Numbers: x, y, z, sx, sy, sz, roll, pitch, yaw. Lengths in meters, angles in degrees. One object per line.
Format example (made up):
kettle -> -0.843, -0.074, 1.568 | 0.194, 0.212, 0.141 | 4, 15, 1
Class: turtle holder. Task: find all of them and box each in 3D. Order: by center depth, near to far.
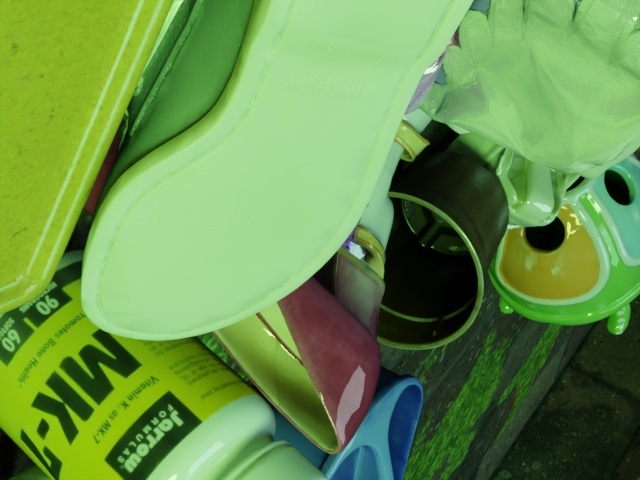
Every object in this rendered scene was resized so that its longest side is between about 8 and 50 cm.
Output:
turtle holder -> 0.348, -0.052, 1.428 | 0.320, 0.243, 0.227 | -44, 137, -17

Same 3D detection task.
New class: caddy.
caddy -> 0.002, 0.263, 1.114 | 0.241, 0.179, 0.341 | -43, 152, -40

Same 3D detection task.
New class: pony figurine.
pony figurine -> 0.057, -0.134, 0.690 | 0.351, 0.303, 0.363 | 91, 18, -65

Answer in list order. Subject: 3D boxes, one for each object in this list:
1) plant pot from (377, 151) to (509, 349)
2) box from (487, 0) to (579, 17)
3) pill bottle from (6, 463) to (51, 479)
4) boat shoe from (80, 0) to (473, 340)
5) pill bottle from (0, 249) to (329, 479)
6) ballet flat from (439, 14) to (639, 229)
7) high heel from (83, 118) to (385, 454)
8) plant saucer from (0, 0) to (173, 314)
plant pot -> 0.107, -0.003, 1.066 | 0.165, 0.167, 0.167 | -44, 154, -53
box -> 0.225, -0.325, 0.914 | 0.169, 0.087, 0.289 | -7, 126, -30
pill bottle -> -0.223, 0.247, 0.614 | 0.283, 0.160, 0.160 | -31, 144, -52
boat shoe -> -0.027, -0.073, 0.493 | 0.116, 0.099, 0.319 | 11, 133, -28
pill bottle -> -0.103, 0.110, 0.630 | 0.119, 0.208, 0.119 | -43, 158, -22
ballet flat -> 0.241, -0.098, 1.116 | 0.139, 0.139, 0.400 | -36, 172, -48
high heel -> -0.068, 0.023, 0.600 | 0.082, 0.244, 0.117 | -32, -147, 41
plant saucer -> -0.171, -0.048, 0.378 | 0.333, 0.081, 0.332 | -29, 155, -54
